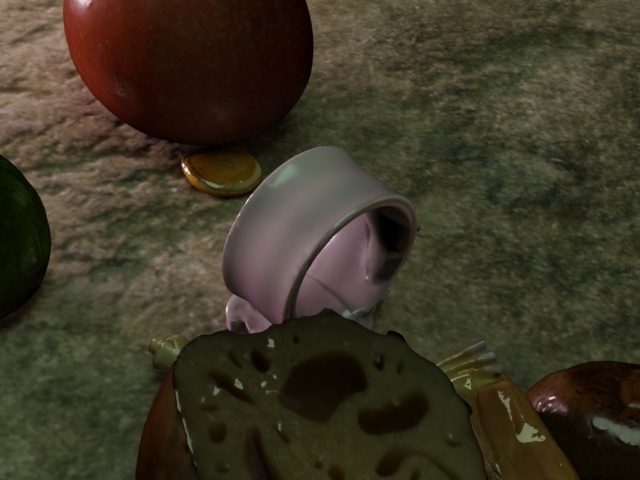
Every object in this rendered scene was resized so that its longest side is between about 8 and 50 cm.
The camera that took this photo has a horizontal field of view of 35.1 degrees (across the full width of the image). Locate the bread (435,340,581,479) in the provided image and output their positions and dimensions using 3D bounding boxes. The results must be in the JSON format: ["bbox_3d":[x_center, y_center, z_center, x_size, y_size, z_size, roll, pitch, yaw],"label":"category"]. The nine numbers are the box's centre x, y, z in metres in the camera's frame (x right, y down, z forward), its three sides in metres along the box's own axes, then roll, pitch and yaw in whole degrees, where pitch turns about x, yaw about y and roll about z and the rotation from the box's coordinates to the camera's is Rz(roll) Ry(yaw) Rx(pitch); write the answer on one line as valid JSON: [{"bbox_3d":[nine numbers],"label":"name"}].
[{"bbox_3d":[0.171,0.229,0.974,0.107,0.136,0.241,-7,44,-25],"label":"bread"}]

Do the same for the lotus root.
[{"bbox_3d":[-0.001,0.244,0.850,0.316,0.250,0.316,15,41,-14],"label":"lotus root"}]

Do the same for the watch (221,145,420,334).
[{"bbox_3d":[0.000,0.000,1.126,0.244,0.231,0.196,-30,53,-35],"label":"watch"}]

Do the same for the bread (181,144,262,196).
[{"bbox_3d":[-0.132,-0.096,1.361,0.110,0.024,0.110,7,41,-6],"label":"bread"}]

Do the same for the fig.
[{"bbox_3d":[-0.388,-0.040,1.070,0.203,0.235,0.203,5,37,-4],"label":"fig"}]

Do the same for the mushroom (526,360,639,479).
[{"bbox_3d":[0.321,0.195,1.050,0.231,0.138,0.194,12,40,-1],"label":"mushroom"}]

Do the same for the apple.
[{"bbox_3d":[-0.177,-0.298,1.383,0.348,0.277,0.348,5,36,-3],"label":"apple"}]

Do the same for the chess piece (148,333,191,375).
[{"bbox_3d":[-0.113,0.151,1.054,0.172,0.060,0.060,31,43,26],"label":"chess piece"}]
